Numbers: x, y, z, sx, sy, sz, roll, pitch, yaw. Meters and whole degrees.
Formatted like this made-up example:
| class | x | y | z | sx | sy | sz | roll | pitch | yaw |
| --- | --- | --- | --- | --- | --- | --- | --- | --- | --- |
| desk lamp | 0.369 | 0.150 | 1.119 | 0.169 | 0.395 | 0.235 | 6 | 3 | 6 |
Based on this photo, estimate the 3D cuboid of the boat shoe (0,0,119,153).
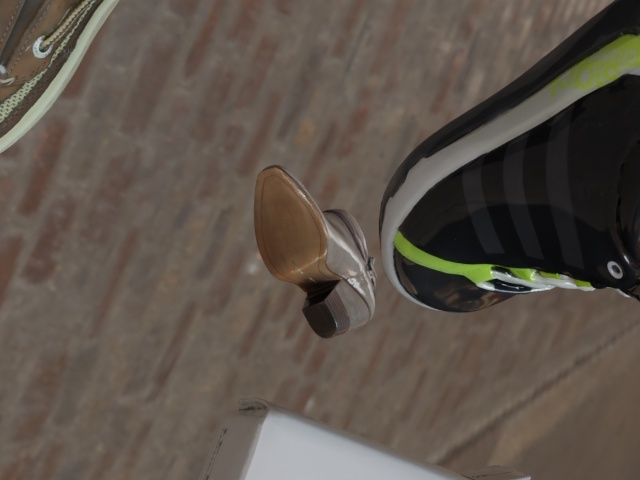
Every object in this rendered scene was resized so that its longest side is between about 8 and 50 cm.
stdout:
| class | x | y | z | sx | sy | sz | roll | pitch | yaw |
| --- | --- | --- | --- | --- | --- | --- | --- | --- | --- |
| boat shoe | -0.120 | -0.111 | 0.569 | 0.257 | 0.095 | 0.095 | -43 | 172 | 10 |

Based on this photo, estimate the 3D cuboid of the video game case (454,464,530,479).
| class | x | y | z | sx | sy | sz | roll | pitch | yaw |
| --- | --- | --- | --- | --- | --- | --- | --- | --- | --- |
| video game case | 0.053 | 0.282 | 1.054 | 0.210 | 0.042 | 0.232 | 0 | 96 | -37 |

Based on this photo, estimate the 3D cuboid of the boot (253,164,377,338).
| class | x | y | z | sx | sy | sz | roll | pitch | yaw |
| --- | --- | --- | --- | --- | --- | --- | --- | --- | --- |
| boot | 0.000 | 0.000 | 0.878 | 0.087 | 0.042 | 0.118 | -54 | 129 | -64 |

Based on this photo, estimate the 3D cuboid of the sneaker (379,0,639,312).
| class | x | y | z | sx | sy | sz | roll | pitch | yaw |
| --- | --- | --- | --- | --- | --- | --- | --- | --- | --- |
| sneaker | 0.094 | -0.007 | 0.531 | 0.084 | 0.097 | 0.234 | -1 | 156 | -27 |

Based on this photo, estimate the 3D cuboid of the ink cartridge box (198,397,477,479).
| class | x | y | z | sx | sy | sz | roll | pitch | yaw |
| --- | --- | --- | --- | --- | --- | --- | --- | --- | --- |
| ink cartridge box | 0.071 | 0.221 | 0.609 | 0.131 | 0.306 | 0.226 | 150 | -39 | -77 |
